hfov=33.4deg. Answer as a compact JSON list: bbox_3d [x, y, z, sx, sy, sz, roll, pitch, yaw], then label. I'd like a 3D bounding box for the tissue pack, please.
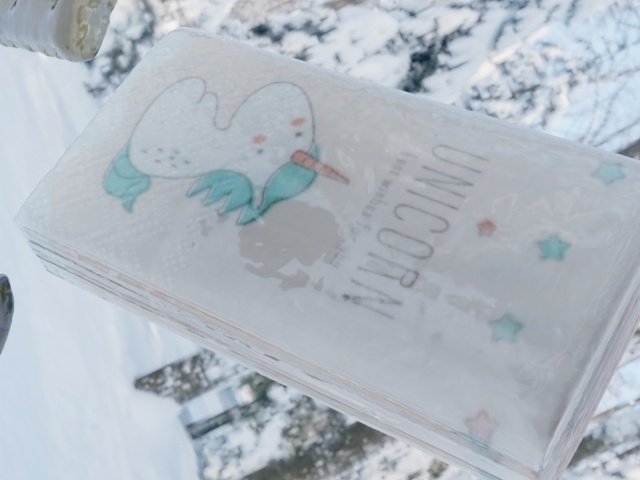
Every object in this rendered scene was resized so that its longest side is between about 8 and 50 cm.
[{"bbox_3d":[0.007,-0.005,0.570,0.325,0.170,0.071,21,-26,27],"label":"tissue pack"}]

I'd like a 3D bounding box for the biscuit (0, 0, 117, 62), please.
[{"bbox_3d":[-0.221,-0.254,0.846,0.044,0.217,0.325,17,3,-37],"label":"biscuit"}]

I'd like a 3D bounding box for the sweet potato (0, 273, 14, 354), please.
[{"bbox_3d":[-0.384,0.154,1.058,0.075,0.273,0.075,35,-10,7],"label":"sweet potato"}]
